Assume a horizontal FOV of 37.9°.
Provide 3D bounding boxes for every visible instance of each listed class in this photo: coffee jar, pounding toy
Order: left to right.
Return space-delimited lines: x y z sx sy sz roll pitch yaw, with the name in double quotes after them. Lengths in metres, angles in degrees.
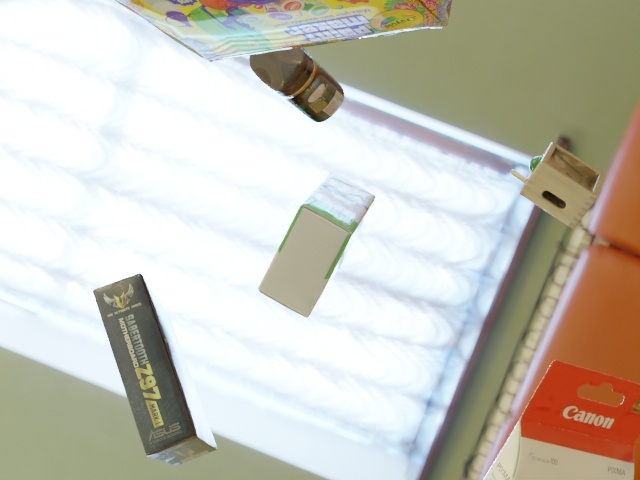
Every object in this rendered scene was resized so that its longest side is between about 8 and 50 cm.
-0.036 -0.248 1.420 0.079 0.096 0.184 -48 -21 7 "coffee jar"
0.399 -0.098 1.610 0.100 0.141 0.130 -61 -8 32 "pounding toy"

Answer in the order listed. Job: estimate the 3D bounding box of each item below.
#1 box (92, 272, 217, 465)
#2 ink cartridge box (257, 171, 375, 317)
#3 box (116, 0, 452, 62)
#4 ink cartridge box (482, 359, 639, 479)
-0.181 0.153 1.047 0.233 0.059 0.183 94 154 -73 "box"
0.000 0.000 1.927 0.211 0.121 0.289 -63 -4 22 "ink cartridge box"
-0.025 -0.338 0.848 0.177 0.289 0.279 27 -111 -49 "box"
0.289 0.265 1.068 0.232 0.189 0.066 -62 29 20 "ink cartridge box"
